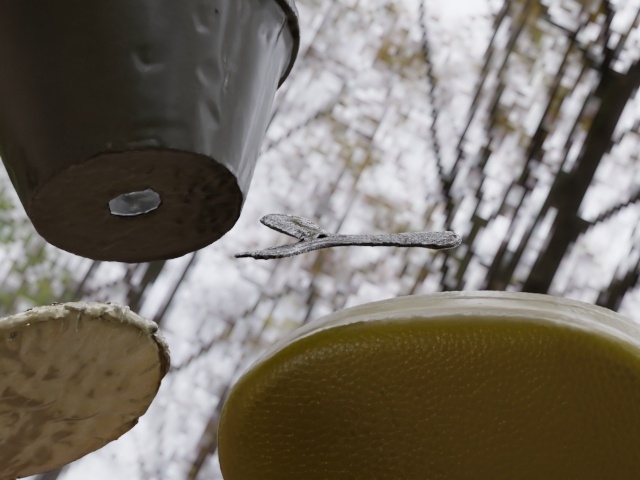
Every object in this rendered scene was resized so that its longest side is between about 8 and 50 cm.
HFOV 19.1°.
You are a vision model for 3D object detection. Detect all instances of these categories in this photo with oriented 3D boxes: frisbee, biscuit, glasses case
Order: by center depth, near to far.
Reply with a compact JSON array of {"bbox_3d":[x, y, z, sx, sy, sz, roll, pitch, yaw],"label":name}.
[{"bbox_3d":[-0.147,0.081,0.975,0.020,0.152,0.152,64,3,33],"label":"biscuit"},{"bbox_3d":[0.109,0.128,1.478,0.371,0.173,0.141,-3,7,10],"label":"glasses case"},{"bbox_3d":[0.000,0.000,1.632,0.211,0.012,0.187,7,12,33],"label":"frisbee"}]

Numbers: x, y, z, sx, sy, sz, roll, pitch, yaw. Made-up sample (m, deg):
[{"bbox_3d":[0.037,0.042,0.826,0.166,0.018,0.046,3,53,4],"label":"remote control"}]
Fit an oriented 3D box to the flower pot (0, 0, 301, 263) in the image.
[{"bbox_3d":[-0.141,-0.090,1.400,0.269,0.166,0.269,-4,-33,-3],"label":"flower pot"}]
